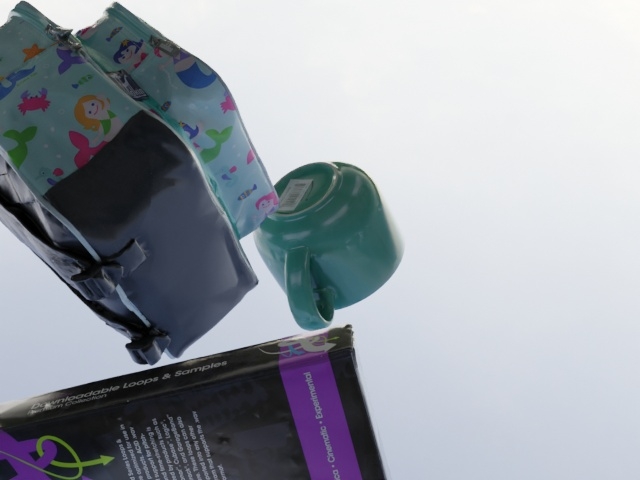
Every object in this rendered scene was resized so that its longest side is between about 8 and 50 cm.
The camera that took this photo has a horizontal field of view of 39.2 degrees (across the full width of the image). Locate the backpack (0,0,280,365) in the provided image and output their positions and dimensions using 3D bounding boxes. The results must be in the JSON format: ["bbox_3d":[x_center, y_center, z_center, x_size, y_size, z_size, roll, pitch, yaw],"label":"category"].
[{"bbox_3d":[-0.167,-0.061,0.677,0.253,0.225,0.191,31,-110,30],"label":"backpack"}]

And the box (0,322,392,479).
[{"bbox_3d":[-0.053,0.103,0.338,0.162,0.116,0.029,-13,-162,4],"label":"box"}]

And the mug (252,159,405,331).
[{"bbox_3d":[0.006,-0.006,0.825,0.129,0.097,0.158,-31,-146,-1],"label":"mug"}]
